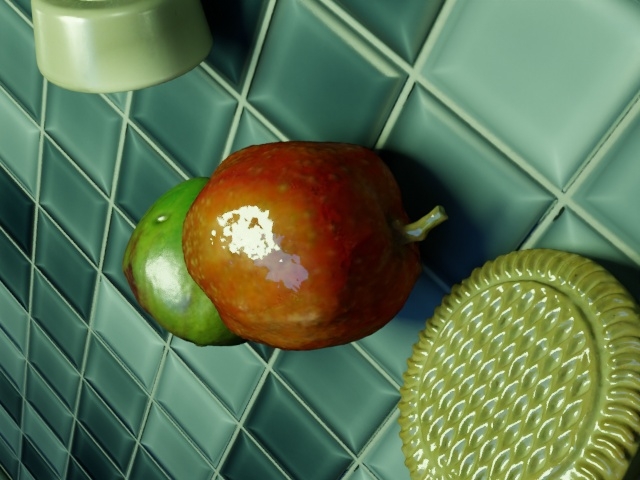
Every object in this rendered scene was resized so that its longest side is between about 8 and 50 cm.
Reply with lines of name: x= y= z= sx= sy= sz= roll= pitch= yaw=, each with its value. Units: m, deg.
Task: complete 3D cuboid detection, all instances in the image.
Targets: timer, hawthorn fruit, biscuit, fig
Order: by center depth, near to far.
biscuit: x=0.163 y=0.134 z=0.641 sx=0.079 sy=0.259 sz=0.259 roll=26 pitch=155 yaw=-33
hawthorn fruit: x=0.000 y=0.000 z=0.731 sx=0.253 sy=0.205 sz=0.205 roll=-9 pitch=108 yaw=44
timer: x=-0.205 y=-0.291 z=0.738 sx=0.175 sy=0.175 sz=0.266 roll=25 pitch=137 yaw=33
fig: x=-0.128 y=0.025 z=0.903 sx=0.181 sy=0.181 sz=0.191 roll=10 pitch=93 yaw=42
